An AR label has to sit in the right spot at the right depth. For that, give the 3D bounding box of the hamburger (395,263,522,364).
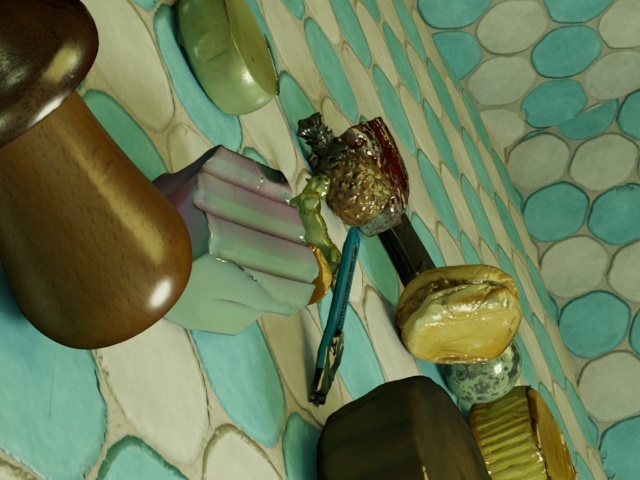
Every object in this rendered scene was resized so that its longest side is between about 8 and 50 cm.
[{"bbox_3d":[0.229,0.126,2.247,0.214,0.213,0.108,50,25,-45],"label":"hamburger"}]

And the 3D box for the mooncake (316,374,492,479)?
[{"bbox_3d":[0.108,0.314,1.645,0.290,0.161,0.290,55,20,-31],"label":"mooncake"}]

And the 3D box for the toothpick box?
[{"bbox_3d":[-0.223,-0.060,1.058,0.192,0.192,0.294,-93,161,-52],"label":"toothpick box"}]

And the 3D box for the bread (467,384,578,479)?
[{"bbox_3d":[0.370,0.390,2.456,0.253,0.142,0.227,55,18,-45],"label":"bread"}]

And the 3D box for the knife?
[{"bbox_3d":[0.023,0.097,1.797,0.044,0.026,0.296,56,36,-42],"label":"knife"}]

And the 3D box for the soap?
[{"bbox_3d":[-0.108,0.002,1.476,0.193,0.109,0.324,69,15,13],"label":"soap"}]

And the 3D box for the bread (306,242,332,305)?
[{"bbox_3d":[-0.024,0.044,1.759,0.046,0.081,0.083,43,59,-75],"label":"bread"}]

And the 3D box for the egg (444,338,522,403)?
[{"bbox_3d":[0.286,0.224,2.400,0.172,0.132,0.132,118,-36,-52],"label":"egg"}]

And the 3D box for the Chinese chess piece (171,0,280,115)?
[{"bbox_3d":[-0.128,-0.265,1.861,0.188,0.083,0.188,-21,90,-77],"label":"Chinese chess piece"}]

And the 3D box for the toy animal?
[{"bbox_3d":[0.000,0.000,1.917,0.136,0.073,0.181,-29,97,-76],"label":"toy animal"}]

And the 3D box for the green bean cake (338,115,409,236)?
[{"bbox_3d":[0.080,-0.131,2.323,0.198,0.097,0.233,61,16,-17],"label":"green bean cake"}]

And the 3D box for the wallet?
[{"bbox_3d":[0.186,0.057,2.502,0.317,0.044,0.169,61,17,-16],"label":"wallet"}]

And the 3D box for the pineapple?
[{"bbox_3d":[0.029,-0.117,2.156,0.198,0.108,0.108,52,17,-8],"label":"pineapple"}]
